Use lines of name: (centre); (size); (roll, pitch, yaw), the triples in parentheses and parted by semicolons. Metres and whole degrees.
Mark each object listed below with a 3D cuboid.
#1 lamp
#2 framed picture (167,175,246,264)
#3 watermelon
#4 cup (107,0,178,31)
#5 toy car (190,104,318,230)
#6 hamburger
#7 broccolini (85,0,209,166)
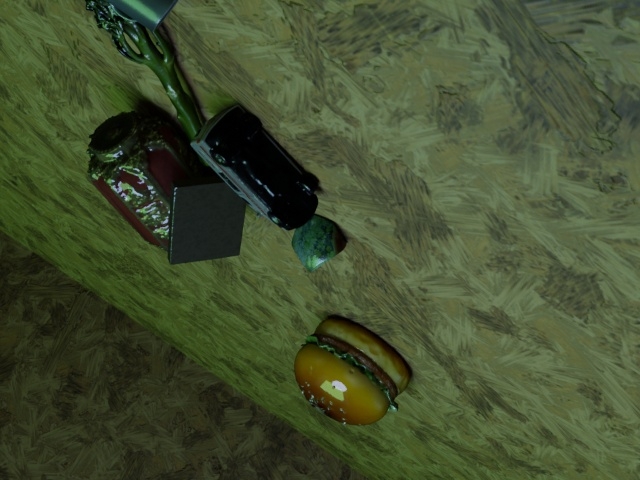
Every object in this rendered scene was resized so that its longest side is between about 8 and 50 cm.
lamp: (-0.285, -0.099, 1.540); (0.177, 0.177, 0.274); (18, 151, 41)
framed picture: (-0.193, -0.035, 1.497); (0.023, 0.128, 0.168); (-120, 30, -43)
watermelon: (-0.006, 0.002, 1.449); (0.092, 0.084, 0.072); (70, -168, 17)
cup: (-0.225, -0.306, 1.106); (0.077, 0.078, 0.100); (38, 145, -14)
toy car: (-0.099, -0.103, 1.330); (0.209, 0.089, 0.108); (46, 158, -18)
hamburger: (0.053, 0.285, 1.802); (0.246, 0.170, 0.246); (33, 157, 16)
broccolini: (-0.240, -0.246, 1.305); (0.079, 0.074, 0.392); (-11, 148, 6)
